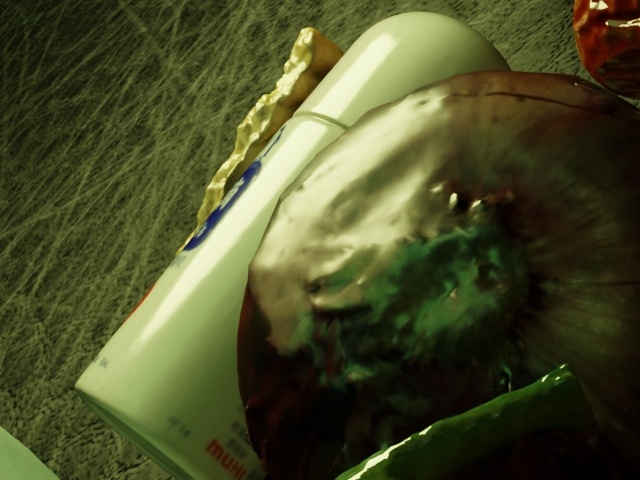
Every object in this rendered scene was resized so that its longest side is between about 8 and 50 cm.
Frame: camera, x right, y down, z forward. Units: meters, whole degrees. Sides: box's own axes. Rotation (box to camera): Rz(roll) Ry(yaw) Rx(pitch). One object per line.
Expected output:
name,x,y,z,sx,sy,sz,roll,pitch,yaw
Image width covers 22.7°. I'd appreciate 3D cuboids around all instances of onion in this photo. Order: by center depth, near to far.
onion,0.082,0.047,0.754,0.252,0.219,0.252,-3,69,7

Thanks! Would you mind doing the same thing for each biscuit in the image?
biscuit,-0.031,-0.026,1.101,0.033,0.144,0.224,31,89,32

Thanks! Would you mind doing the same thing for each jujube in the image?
jujube,0.223,-0.143,0.907,0.109,0.112,0.176,-16,-8,-43

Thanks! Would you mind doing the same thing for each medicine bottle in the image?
medicine bottle,0.000,0.000,1.011,0.341,0.130,0.130,-51,26,-13

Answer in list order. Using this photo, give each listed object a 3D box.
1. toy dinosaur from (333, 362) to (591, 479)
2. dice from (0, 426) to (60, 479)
toy dinosaur,-0.018,0.155,0.552,0.300,0.087,0.447,-19,23,-3
dice,-0.257,0.248,0.875,0.268,0.262,0.265,-42,26,6
